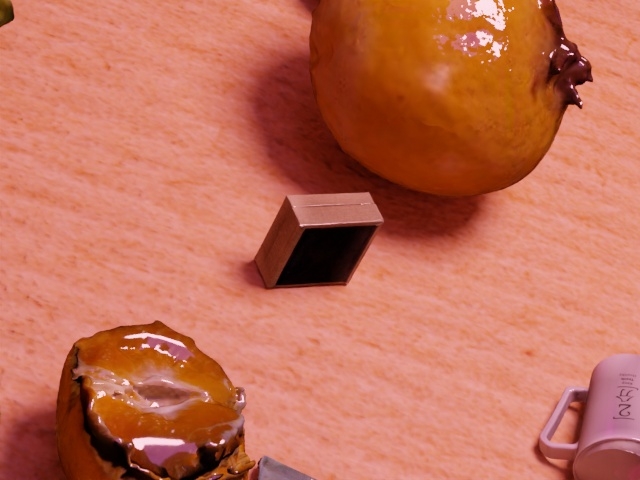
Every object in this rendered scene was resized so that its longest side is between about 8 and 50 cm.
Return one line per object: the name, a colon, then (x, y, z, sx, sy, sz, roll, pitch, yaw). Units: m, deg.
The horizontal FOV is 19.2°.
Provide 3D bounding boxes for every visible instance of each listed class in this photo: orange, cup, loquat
orange: (-0.118, 0.135, 1.297, 0.160, 0.112, 0.170, 38, 18, 25)
cup: (0.229, 0.150, 1.515, 0.104, 0.074, 0.116, 1, 38, 10)
loquat: (0.110, -0.150, 1.610, 0.244, 0.244, 0.244, 15, 44, -15)

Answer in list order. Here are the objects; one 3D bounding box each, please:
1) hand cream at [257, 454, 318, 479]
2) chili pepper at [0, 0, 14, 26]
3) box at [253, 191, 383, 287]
hand cream: (-0.025, 0.263, 1.259, 0.111, 0.070, 0.312, 24, 38, -2)
chili pepper: (-0.333, -0.162, 1.508, 0.050, 0.052, 0.202, 22, 34, 38)
box: (0.000, 0.000, 1.516, 0.083, 0.079, 0.035, -3, 50, -29)
